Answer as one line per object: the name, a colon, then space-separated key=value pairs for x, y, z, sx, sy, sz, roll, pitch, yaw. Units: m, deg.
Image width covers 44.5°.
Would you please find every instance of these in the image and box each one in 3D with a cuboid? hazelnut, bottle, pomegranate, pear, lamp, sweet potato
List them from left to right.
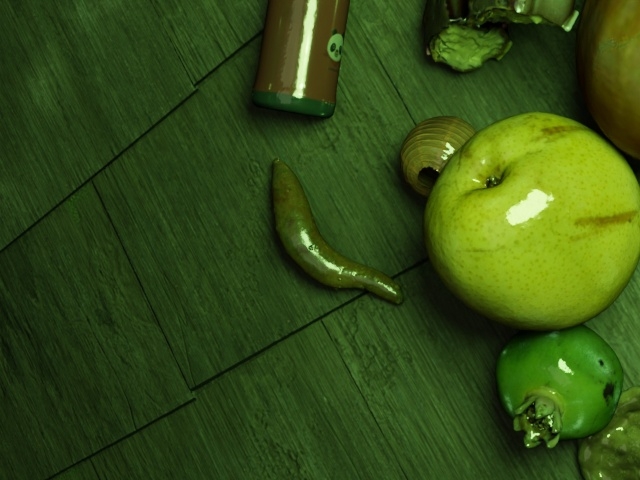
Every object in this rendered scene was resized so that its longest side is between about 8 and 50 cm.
bottle: x=-0.019 y=-0.379 z=1.307 sx=0.144 sy=0.144 sz=0.335 roll=14 pitch=98 yaw=25
sweet potato: x=-0.003 y=0.007 z=1.365 sx=0.108 sy=0.079 sz=0.346 roll=-45 pitch=78 yaw=10
lamp: x=0.191 y=-0.128 z=1.224 sx=0.137 sy=0.136 sz=0.136 roll=3 pitch=96 yaw=27
pear: x=0.292 y=-0.024 z=1.079 sx=0.315 sy=0.314 sz=0.314 roll=3 pitch=96 yaw=27
pomegranate: x=0.335 y=0.217 z=1.130 sx=0.187 sy=0.225 sz=0.186 roll=12 pitch=114 yaw=28
hazelnut: x=0.478 y=-0.263 z=0.947 sx=0.366 sy=0.366 sz=0.365 roll=3 pitch=96 yaw=27

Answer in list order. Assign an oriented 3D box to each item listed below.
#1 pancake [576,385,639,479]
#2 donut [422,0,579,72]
pancake: x=0.502 y=0.320 z=1.158 sx=0.236 sy=0.042 sz=0.222 roll=-5 pitch=94 yaw=28
donut: x=0.251 y=-0.391 z=1.091 sx=0.136 sy=0.345 sz=0.259 roll=7 pitch=88 yaw=-12
